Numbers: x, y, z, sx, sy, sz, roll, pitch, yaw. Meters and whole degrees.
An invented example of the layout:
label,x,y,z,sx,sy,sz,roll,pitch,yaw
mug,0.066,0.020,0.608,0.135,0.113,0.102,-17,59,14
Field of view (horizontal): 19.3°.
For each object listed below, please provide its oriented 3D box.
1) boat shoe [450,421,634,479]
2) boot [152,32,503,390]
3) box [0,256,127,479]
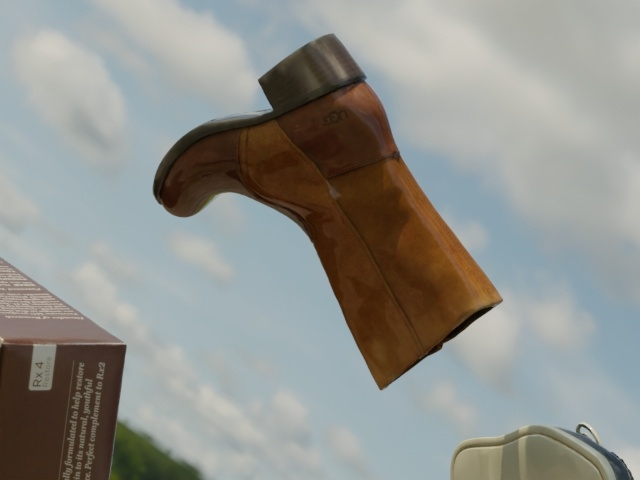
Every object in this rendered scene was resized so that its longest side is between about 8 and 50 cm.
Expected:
label,x,y,z,sx,sy,sz,roll,pitch,yaw
boat shoe,0.195,0.201,1.569,0.079,0.095,0.254,0,-10,-23
boot,0.000,0.000,1.648,0.280,0.264,0.096,59,31,5
box,-0.339,0.137,1.899,0.143,0.191,0.381,3,13,-29
